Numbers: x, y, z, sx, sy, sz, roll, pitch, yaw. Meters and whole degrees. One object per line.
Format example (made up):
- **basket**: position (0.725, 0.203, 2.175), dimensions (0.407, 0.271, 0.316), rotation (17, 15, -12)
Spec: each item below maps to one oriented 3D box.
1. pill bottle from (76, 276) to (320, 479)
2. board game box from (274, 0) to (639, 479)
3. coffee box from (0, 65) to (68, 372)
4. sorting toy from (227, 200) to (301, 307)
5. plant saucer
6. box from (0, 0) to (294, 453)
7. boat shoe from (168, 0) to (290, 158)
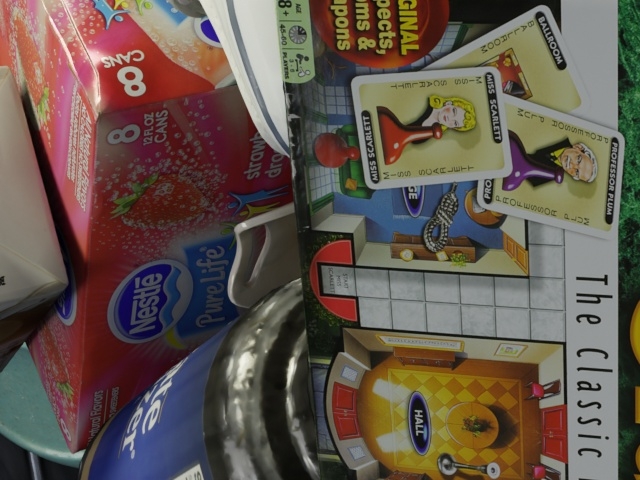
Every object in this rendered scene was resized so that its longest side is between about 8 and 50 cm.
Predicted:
- **pill bottle**: position (-0.004, 0.084, 0.556), dimensions (0.219, 0.123, 0.123), rotation (-39, 68, 52)
- **board game box**: position (0.064, 0.049, 0.401), dimensions (0.030, 0.136, 0.260), rotation (-57, -35, -61)
- **coffee box**: position (-0.208, 0.017, 0.658), dimensions (0.246, 0.141, 0.098), rotation (145, 109, -67)
- **sorting toy**: position (0.000, 0.000, 0.576), dimensions (0.045, 0.075, 0.083), rotation (60, 153, 33)
- **plant saucer**: position (-0.175, 0.095, 0.953), dimensions (0.195, 0.037, 0.195), rotation (14, 135, 15)
- **box**: position (-0.067, -0.028, 0.652), dimensions (0.122, 0.128, 0.257), rotation (62, 155, 29)
- **boat shoe**: position (-0.027, -0.111, 0.517), dimensions (0.076, 0.083, 0.226), rotation (-26, 55, 26)
